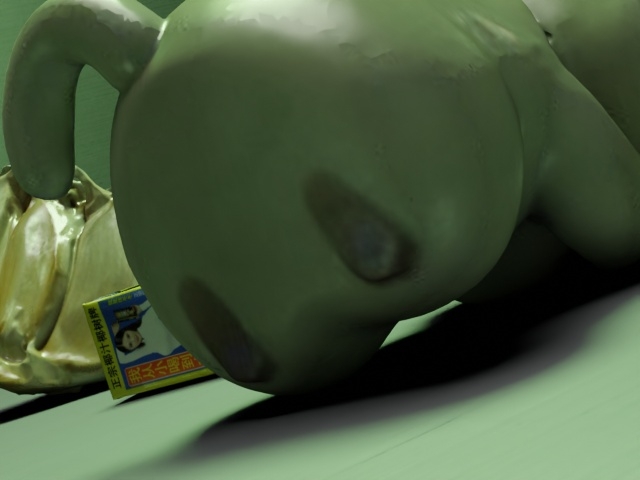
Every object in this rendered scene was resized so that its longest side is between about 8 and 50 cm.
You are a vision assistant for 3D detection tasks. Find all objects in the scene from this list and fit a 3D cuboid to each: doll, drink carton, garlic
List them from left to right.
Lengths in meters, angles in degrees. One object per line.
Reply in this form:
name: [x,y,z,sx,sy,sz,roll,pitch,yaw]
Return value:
garlic: [-0.206,0.044,1.116,0.229,0.178,0.143,3,-21,24]
drink carton: [-0.067,0.048,0.901,0.166,0.071,0.056,-16,0,27]
doll: [0.052,-0.050,0.727,0.370,0.226,0.215,-8,-36,-41]

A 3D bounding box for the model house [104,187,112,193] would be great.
model house: [-0.118,0.006,1.431,0.244,0.169,0.326,-12,1,-21]
